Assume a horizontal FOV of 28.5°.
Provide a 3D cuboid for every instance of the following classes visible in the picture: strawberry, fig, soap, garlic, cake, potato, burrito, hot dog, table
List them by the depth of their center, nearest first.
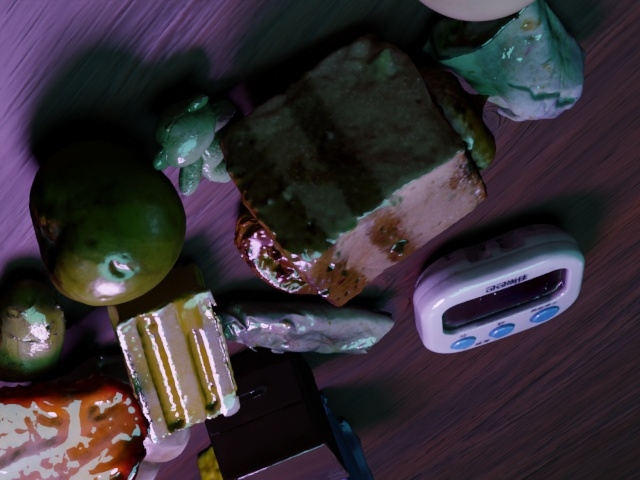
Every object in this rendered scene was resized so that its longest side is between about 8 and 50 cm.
[{"bbox_3d":[-0.227,-0.018,1.375,0.181,0.181,0.191,-42,164,31],"label":"fig"},{"bbox_3d":[0.063,-0.089,1.389,0.293,0.196,0.199,-33,155,2],"label":"cake"},{"bbox_3d":[0.227,-0.205,1.439,0.144,0.089,0.229,-30,146,23],"label":"burrito"},{"bbox_3d":[-0.375,0.116,1.595,0.105,0.085,0.188,14,137,-12],"label":"potato"},{"bbox_3d":[0.000,-0.003,1.616,0.227,0.099,0.160,1,143,-28],"label":"hot dog"},{"bbox_3d":[-0.386,0.288,1.642,0.336,0.149,0.265,-31,108,-9],"label":"strawberry"},{"bbox_3d":[-0.195,0.150,1.675,0.135,0.076,0.233,-20,129,-12],"label":"soap"},{"bbox_3d":[-0.027,0.125,1.830,0.309,0.066,0.096,4,144,-37],"label":"burrito"},{"bbox_3d":[-0.313,0.264,1.845,0.237,0.210,0.292,-54,145,-10],"label":"garlic"},{"bbox_3d":[-0.079,0.280,1.922,0.169,0.193,0.172,-22,149,3],"label":"table"}]

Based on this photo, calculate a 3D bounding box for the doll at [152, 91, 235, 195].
[{"bbox_3d":[-0.136,-0.108,1.387,0.115,0.077,0.150,-61,154,-1],"label":"doll"}]

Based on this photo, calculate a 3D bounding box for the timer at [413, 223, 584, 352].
[{"bbox_3d":[0.267,0.072,1.902,0.262,0.087,0.237,-19,150,-3],"label":"timer"}]

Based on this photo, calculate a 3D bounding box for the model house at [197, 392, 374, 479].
[{"bbox_3d":[-0.062,0.436,2.140,0.303,0.237,0.215,-21,150,1],"label":"model house"}]

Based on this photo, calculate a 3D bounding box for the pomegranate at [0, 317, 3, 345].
[{"bbox_3d":[-0.517,0.163,1.407,0.307,0.307,0.307,-15,149,-9],"label":"pomegranate"}]

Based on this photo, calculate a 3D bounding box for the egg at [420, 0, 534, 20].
[{"bbox_3d":[0.144,-0.308,1.124,0.186,0.186,0.241,-15,139,-10],"label":"egg"}]
